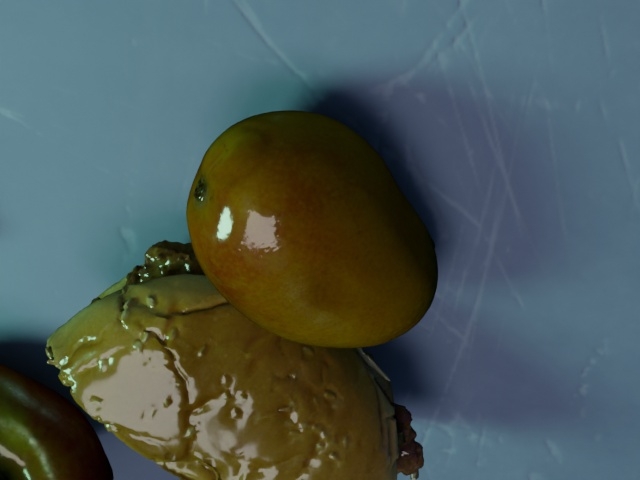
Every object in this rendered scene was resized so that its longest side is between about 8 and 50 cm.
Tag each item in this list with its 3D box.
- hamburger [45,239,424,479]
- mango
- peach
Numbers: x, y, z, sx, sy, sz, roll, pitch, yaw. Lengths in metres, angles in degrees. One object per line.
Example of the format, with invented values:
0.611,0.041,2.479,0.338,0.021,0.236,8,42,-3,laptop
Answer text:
-0.067,0.109,1.230,0.282,0.155,0.245,-8,115,1,hamburger
-0.006,0.002,1.108,0.152,0.120,0.221,-31,128,6,mango
-0.331,0.228,1.398,0.245,0.249,0.275,61,145,3,peach
